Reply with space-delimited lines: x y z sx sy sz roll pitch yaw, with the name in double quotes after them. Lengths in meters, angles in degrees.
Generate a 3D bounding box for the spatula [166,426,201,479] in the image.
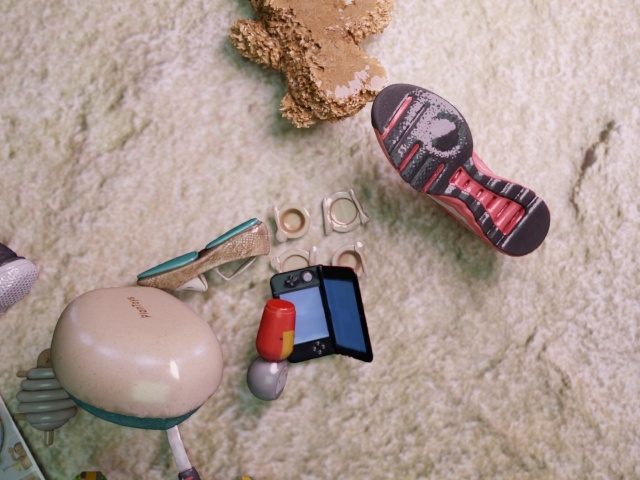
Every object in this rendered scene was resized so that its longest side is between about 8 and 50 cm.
-0.209 0.318 0.704 0.084 0.030 0.297 -21 91 -8 "spatula"

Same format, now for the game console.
-0.002 0.113 0.692 0.124 0.085 0.144 -12 97 -5 "game console"

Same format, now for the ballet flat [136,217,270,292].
-0.167 0.038 0.701 0.206 0.073 0.067 -25 105 -1 "ballet flat"

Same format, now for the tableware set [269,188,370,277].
0.000 0.000 0.737 0.168 0.020 0.141 -10 89 -5 "tableware set"

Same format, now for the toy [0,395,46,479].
-0.506 0.302 0.669 0.136 0.056 0.237 -30 91 -6 "toy"

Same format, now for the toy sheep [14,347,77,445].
-0.383 0.219 0.668 0.091 0.091 0.132 -5 83 -5 "toy sheep"

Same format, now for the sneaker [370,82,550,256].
0.183 -0.093 0.693 0.314 0.136 0.116 42 91 -11 "sneaker"

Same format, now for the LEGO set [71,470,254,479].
-0.191 0.428 0.578 0.331 0.192 0.255 21 77 -20 "LEGO set"

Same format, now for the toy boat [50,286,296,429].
-0.172 0.157 0.620 0.318 0.267 0.148 3 103 -33 "toy boat"

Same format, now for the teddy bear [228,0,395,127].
-0.019 -0.329 0.715 0.245 0.113 0.338 -36 84 -12 "teddy bear"

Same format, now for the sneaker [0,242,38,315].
-0.548 0.080 0.654 0.268 0.101 0.153 -41 91 -11 "sneaker"
